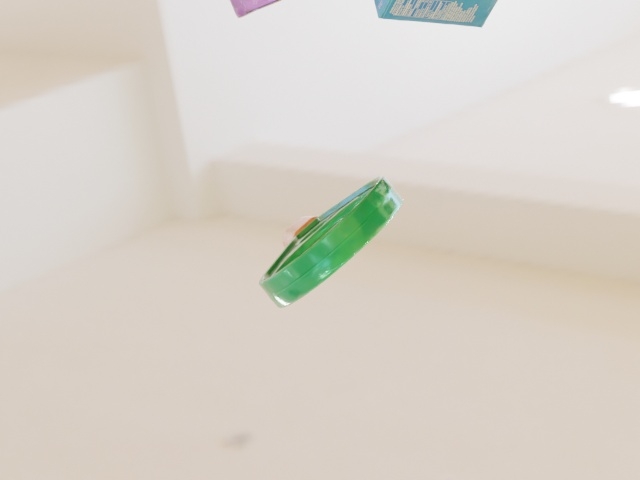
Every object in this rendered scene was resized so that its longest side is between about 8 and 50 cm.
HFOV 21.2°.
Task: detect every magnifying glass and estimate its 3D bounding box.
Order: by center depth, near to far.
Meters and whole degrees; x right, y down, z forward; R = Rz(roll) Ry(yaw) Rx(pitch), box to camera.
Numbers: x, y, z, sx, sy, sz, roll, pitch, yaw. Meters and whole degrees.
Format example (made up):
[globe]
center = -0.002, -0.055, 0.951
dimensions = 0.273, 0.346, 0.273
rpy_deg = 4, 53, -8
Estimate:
[magnifying glass]
center = 0.000, 0.000, 1.005
dimensions = 0.092, 0.026, 0.231
rpy_deg = -42, -174, -3

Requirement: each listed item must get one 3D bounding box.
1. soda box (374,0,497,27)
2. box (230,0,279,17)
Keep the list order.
[soda box]
center = 0.088, -0.208, 0.901
dimensions = 0.067, 0.210, 0.071
rpy_deg = 3, -125, -21
[box]
center = 0.038, -0.237, 1.176
dimensions = 0.201, 0.057, 0.293
rpy_deg = -21, -165, 9
